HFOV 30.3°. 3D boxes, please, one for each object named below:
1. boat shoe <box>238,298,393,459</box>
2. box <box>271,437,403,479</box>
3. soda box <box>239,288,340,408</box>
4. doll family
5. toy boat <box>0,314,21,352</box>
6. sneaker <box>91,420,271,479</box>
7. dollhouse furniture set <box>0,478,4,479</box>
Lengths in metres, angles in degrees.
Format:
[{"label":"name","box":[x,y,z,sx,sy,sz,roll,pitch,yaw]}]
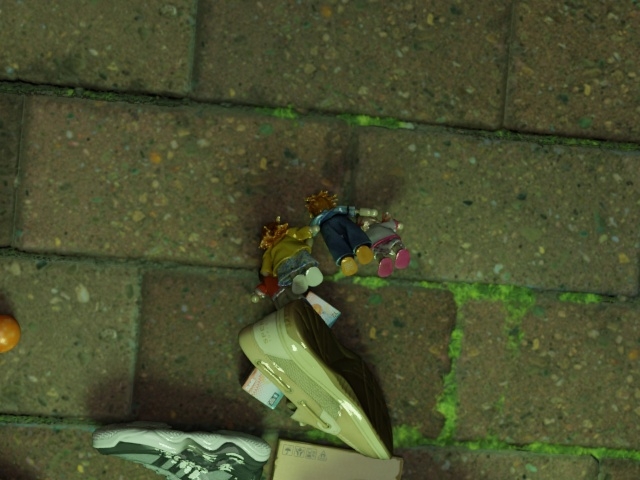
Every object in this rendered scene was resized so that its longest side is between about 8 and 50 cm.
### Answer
[{"label":"boat shoe","box":[0.002,0.218,1.757,0.110,0.122,0.341,-23,126,18]},{"label":"box","box":[0.018,0.404,1.841,0.201,0.021,0.164,10,89,-9]},{"label":"soda box","box":[-0.047,0.164,1.809,0.063,0.058,0.183,36,87,-8]},{"label":"doll family","box":[0.000,0.000,1.770,0.263,0.163,0.118,-26,128,-7]},{"label":"toy boat","box":[-0.510,0.138,1.719,0.151,0.151,0.231,-7,93,-38]},{"label":"sneaker","box":[-0.213,0.356,1.765,0.268,0.101,0.153,8,87,-11]},{"label":"dollhouse furniture set","box":[-0.506,0.425,1.726,0.182,0.101,0.161,30,87,-8]}]
